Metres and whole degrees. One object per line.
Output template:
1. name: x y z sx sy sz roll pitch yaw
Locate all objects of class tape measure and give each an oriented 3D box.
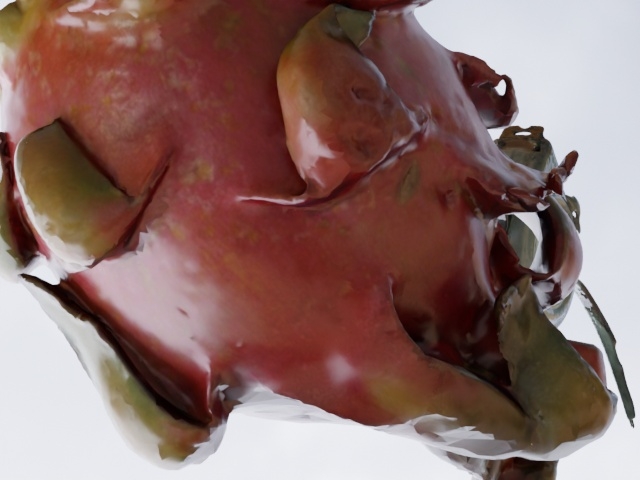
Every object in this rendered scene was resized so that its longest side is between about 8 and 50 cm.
1. tape measure: 0.195 0.070 1.667 0.084 0.330 0.164 6 -137 33

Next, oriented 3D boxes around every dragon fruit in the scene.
1. dragon fruit: 0.000 -0.017 0.803 0.307 0.227 0.243 12 -112 -29
